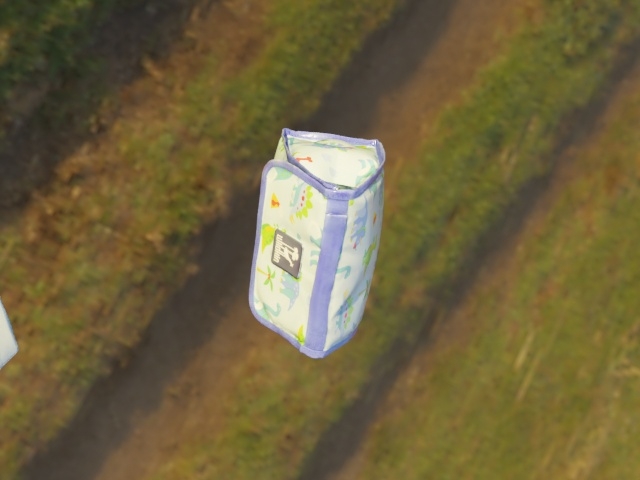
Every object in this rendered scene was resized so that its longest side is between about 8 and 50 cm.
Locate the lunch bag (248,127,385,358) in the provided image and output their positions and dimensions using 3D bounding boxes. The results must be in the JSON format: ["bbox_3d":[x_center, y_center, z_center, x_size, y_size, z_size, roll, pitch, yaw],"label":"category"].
[{"bbox_3d":[0.000,0.000,1.171,0.151,0.096,0.128,-103,-161,-69],"label":"lunch bag"}]

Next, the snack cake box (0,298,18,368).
[{"bbox_3d":[-0.267,-0.037,0.790,0.089,0.152,0.264,-50,132,-51],"label":"snack cake box"}]
